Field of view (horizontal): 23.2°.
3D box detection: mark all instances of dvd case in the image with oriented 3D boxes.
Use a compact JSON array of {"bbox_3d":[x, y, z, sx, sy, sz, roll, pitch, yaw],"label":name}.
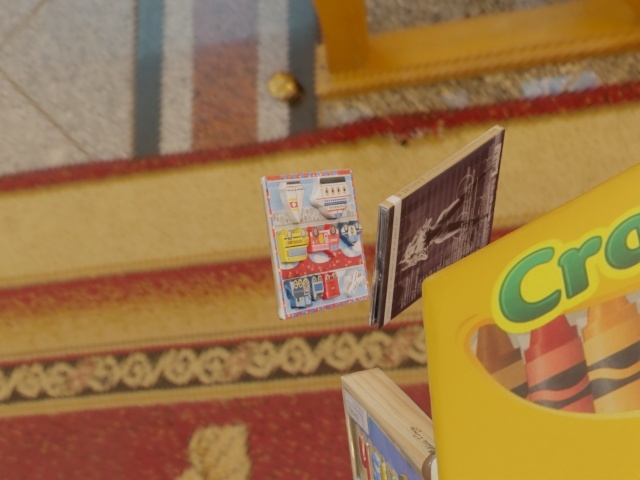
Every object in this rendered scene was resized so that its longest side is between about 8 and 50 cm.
[{"bbox_3d":[0.130,-0.016,1.742,0.018,0.164,0.221,27,42,29],"label":"dvd case"}]

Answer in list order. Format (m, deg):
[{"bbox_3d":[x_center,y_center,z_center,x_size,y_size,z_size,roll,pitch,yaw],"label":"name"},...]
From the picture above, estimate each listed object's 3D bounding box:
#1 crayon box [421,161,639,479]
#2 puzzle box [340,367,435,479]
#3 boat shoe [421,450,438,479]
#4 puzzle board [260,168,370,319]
[{"bbox_3d":[0.134,0.066,0.426,0.202,0.081,0.318,-31,39,26],"label":"crayon box"},{"bbox_3d":[0.117,0.327,1.649,0.052,0.409,0.272,-12,107,-13],"label":"puzzle box"},{"bbox_3d":[0.196,0.145,1.131,0.257,0.095,0.095,-39,60,27],"label":"boat shoe"},{"bbox_3d":[0.000,0.000,1.085,0.011,0.128,0.096,-7,91,28],"label":"puzzle board"}]
